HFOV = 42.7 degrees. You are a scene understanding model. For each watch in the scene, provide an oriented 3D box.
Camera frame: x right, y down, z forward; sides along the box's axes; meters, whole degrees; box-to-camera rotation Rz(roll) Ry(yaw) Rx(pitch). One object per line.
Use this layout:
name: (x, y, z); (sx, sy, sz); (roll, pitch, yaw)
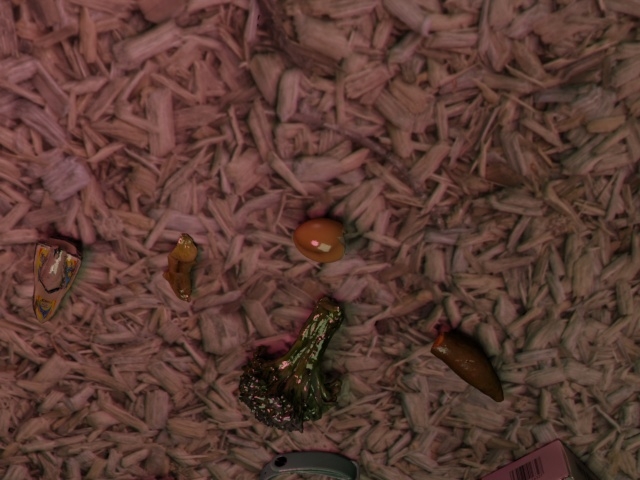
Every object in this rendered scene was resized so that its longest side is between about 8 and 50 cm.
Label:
watch: (-0.021, 0.551, 1.835); (0.237, 0.068, 0.195); (-10, 121, 12)

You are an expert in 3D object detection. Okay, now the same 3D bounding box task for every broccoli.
broccoli: (-0.019, 0.258, 1.591); (0.275, 0.177, 0.198); (-41, 110, 10)

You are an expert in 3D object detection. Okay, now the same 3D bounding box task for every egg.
egg: (0.000, 0.000, 1.446); (0.096, 0.080, 0.080); (-1, 124, -3)

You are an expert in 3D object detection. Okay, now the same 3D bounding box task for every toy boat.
toy boat: (-0.493, 0.078, 1.511); (0.084, 0.066, 0.210); (19, 123, -10)

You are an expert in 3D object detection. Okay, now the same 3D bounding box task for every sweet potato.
sweet potato: (0.305, 0.247, 1.623); (0.077, 0.077, 0.243); (-38, 122, 23)

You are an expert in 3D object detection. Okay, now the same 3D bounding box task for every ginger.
ginger: (-0.258, 0.053, 1.508); (0.057, 0.044, 0.137); (-3, 128, -20)

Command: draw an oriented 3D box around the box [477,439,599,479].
box: (0.470, 0.597, 1.837); (0.299, 0.106, 0.200); (-35, 117, 23)
